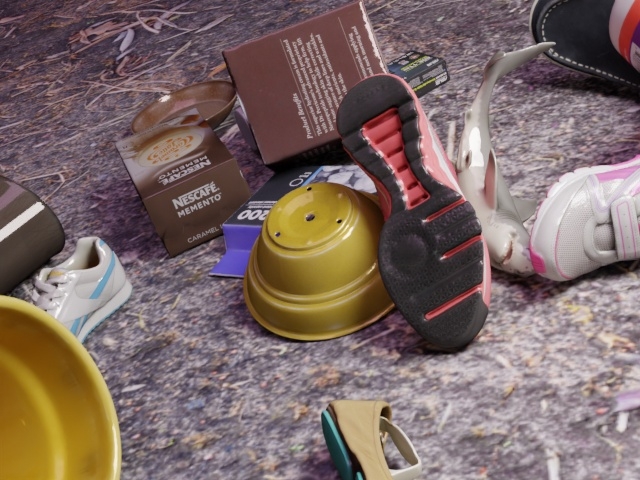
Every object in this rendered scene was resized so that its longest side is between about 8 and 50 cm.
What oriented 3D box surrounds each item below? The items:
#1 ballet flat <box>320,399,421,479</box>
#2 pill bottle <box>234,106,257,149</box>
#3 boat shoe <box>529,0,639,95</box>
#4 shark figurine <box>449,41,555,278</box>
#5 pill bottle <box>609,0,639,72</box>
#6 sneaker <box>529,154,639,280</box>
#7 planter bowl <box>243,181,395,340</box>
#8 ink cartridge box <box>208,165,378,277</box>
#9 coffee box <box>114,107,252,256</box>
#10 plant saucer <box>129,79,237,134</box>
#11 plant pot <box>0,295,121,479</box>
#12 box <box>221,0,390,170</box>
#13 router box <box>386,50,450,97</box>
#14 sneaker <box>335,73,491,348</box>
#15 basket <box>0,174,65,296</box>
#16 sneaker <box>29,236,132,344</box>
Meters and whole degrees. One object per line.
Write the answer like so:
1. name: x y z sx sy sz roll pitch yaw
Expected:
1. ballet flat: 0.054 0.204 0.873 0.073 0.080 0.232 -8 30 -7
2. pill bottle: -0.042 -0.206 1.599 0.169 0.094 0.094 -28 30 -14
3. boat shoe: 0.453 -0.245 1.266 0.500 0.186 0.156 19 42 42
4. shark figurine: 0.209 -0.079 1.194 0.116 0.278 0.166 8 -17 -27
5. pill bottle: 0.452 -0.167 1.037 0.181 0.181 0.323 -29 61 -14
6. sneaker: 0.328 -0.031 1.062 0.252 0.103 0.111 -29 28 -13
7. planter bowl: 0.000 0.000 1.178 0.217 0.090 0.217 -12 46 13
8. ink cartridge box: -0.017 -0.026 1.334 0.206 0.045 0.208 3 38 35
9. coffee box: -0.195 -0.090 1.497 0.141 0.098 0.246 -26 29 -9
10. plant saucer: -0.228 -0.214 1.793 0.199 0.036 0.198 -16 29 9
11. plant pot: -0.359 0.206 0.980 0.239 0.254 0.254 -23 26 26
12. box: -0.006 -0.209 1.453 0.203 0.168 0.167 -19 0 3
13. router box: 0.125 -0.247 1.619 0.122 0.038 0.092 -31 31 -18
14. sneaker: 0.122 -0.031 1.123 0.116 0.136 0.313 -25 65 20
15. basket: -0.498 0.034 1.439 0.204 0.154 0.227 5 42 34
16. sneaker: -0.328 0.088 1.291 0.087 0.092 0.228 0 37 30
